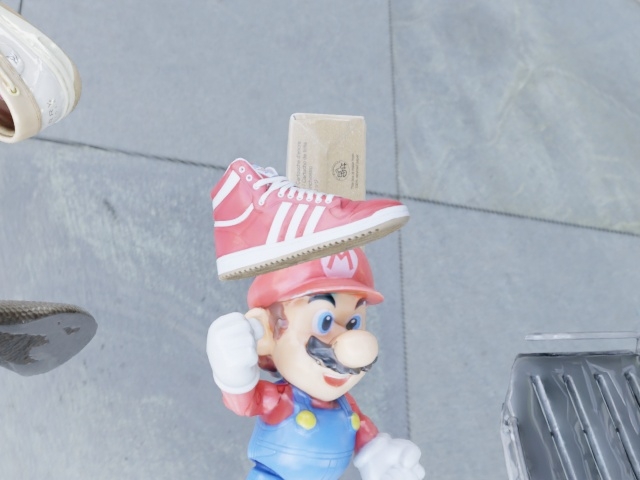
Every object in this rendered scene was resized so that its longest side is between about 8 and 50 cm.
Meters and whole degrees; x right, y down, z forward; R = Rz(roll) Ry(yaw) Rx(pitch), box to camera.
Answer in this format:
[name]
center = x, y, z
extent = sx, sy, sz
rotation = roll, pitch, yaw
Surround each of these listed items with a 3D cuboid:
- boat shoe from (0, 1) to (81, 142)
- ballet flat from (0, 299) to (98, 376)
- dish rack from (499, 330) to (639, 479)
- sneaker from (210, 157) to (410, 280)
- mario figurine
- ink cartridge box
[boat shoe]
center = -0.208, -0.112, 0.464
extent = 0.170, 0.063, 0.059
rotation = 33, 42, -4
[ballet flat]
center = -0.286, 0.078, 0.780
extent = 0.058, 0.250, 0.084
rotation = 41, 102, 20
[dish rack]
center = 0.206, 0.100, 0.314
extent = 0.271, 0.074, 0.208
rotation = 0, 48, -14
[sneaker]
center = -0.011, -0.022, 0.506
extent = 0.118, 0.042, 0.067
rotation = -16, 79, 20
[mario figurine]
center = -0.001, 0.154, 0.767
extent = 0.170, 0.198, 0.321
rotation = 6, 88, 16
[ink cartridge box]
center = 0.000, 0.000, 1.015
extent = 0.088, 0.193, 0.235
rotation = 2, 74, -4
